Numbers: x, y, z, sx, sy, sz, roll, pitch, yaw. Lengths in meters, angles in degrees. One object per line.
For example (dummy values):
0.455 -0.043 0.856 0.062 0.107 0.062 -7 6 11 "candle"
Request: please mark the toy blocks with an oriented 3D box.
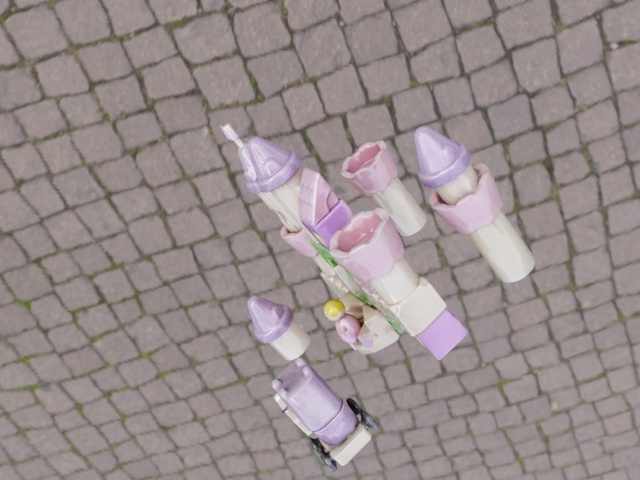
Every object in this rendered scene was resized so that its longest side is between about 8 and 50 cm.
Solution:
0.000 0.000 0.802 0.309 0.288 0.260 -44 115 -8 "toy blocks"
